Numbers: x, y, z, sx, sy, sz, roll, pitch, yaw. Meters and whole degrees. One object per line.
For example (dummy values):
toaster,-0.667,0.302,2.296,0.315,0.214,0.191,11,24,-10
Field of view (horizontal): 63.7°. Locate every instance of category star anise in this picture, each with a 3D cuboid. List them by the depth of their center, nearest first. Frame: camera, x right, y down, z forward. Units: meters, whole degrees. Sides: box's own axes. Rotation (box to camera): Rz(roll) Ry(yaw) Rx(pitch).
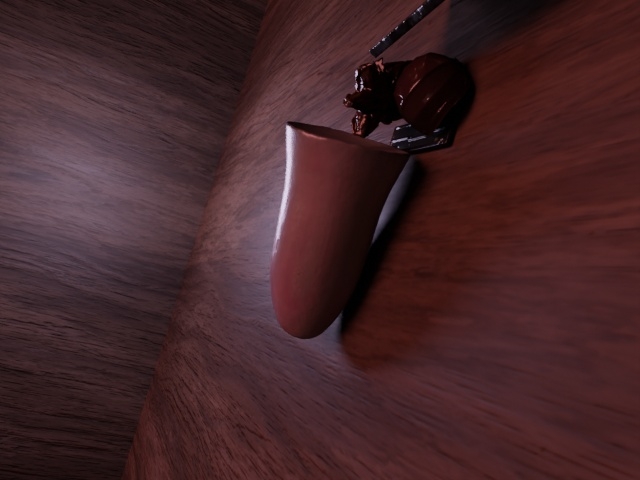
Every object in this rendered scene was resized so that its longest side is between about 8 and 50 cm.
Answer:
star anise,0.097,-0.219,0.726,0.070,0.190,0.098,17,131,46

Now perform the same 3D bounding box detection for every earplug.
earplug,0.000,0.000,0.733,0.172,0.172,0.302,-128,50,-65

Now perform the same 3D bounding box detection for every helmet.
helmet,0.133,-0.196,0.659,0.098,0.070,0.123,-50,24,28

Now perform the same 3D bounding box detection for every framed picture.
framed picture,0.180,-0.322,0.606,0.192,0.018,0.265,-45,13,-21

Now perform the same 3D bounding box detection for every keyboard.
keyboard,0.137,-0.145,0.707,0.155,0.010,0.053,8,79,68
